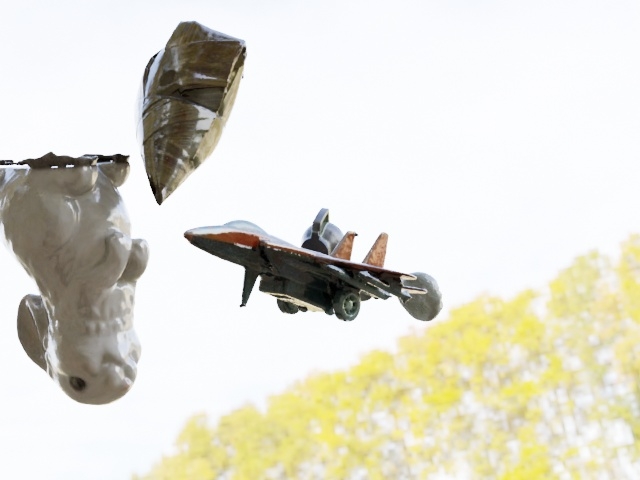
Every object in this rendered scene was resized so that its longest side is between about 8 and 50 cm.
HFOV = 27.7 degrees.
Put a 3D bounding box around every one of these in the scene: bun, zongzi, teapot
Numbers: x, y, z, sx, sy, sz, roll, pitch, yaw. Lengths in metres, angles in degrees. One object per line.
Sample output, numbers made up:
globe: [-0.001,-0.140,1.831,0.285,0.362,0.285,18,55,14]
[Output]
bun: [0.147,0.079,1.889,0.045,0.083,0.083,-38,-8,-28]
zongzi: [-0.217,-0.130,1.874,0.138,0.300,0.286,17,-28,-10]
teapot: [0.000,0.000,1.857,0.066,0.088,0.057,9,20,15]

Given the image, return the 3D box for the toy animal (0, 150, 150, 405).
toy animal: [-0.352,0.052,1.822,0.257,0.357,0.194,-1,5,25]

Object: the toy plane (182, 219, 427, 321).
toy plane: [-0.033,0.033,1.436,0.223,0.104,0.326,3,-1,42]
